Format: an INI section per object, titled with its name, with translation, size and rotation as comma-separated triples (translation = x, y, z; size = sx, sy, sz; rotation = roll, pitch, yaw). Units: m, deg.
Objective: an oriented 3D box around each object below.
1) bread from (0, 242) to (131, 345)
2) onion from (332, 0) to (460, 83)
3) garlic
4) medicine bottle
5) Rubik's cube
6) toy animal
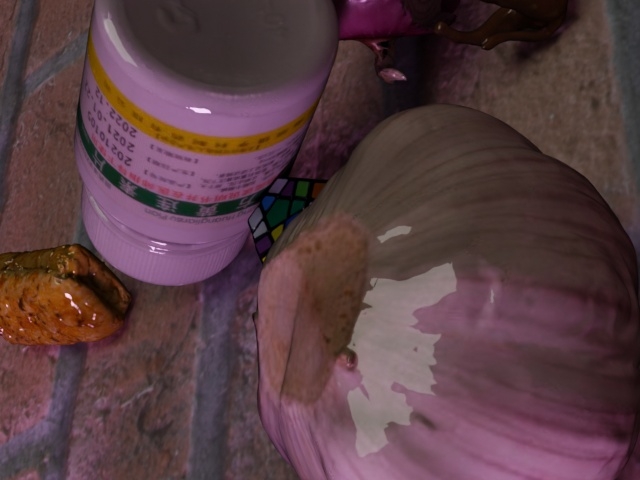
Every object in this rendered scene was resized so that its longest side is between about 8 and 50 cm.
[bread]
translation = -0.308, 0.064, 1.534
size = 0.211, 0.114, 0.083
rotation = -10, 39, 46
[onion]
translation = 0.036, -0.264, 1.294
size = 0.200, 0.201, 0.207
rotation = -14, 29, 43
[garlic]
translation = 0.092, 0.079, 0.936
size = 0.317, 0.259, 0.318
rotation = -14, 74, 59
[medicine bottle]
translation = -0.120, -0.110, 1.261
size = 0.340, 0.208, 0.208
rotation = 115, 165, -57
[Rubik's cube]
translation = 0.000, 0.000, 1.217
size = 0.112, 0.133, 0.133
rotation = 130, 155, -58
[toy animal]
translation = 0.193, -0.288, 1.222
size = 0.066, 0.229, 0.224
rotation = 144, 116, -73
